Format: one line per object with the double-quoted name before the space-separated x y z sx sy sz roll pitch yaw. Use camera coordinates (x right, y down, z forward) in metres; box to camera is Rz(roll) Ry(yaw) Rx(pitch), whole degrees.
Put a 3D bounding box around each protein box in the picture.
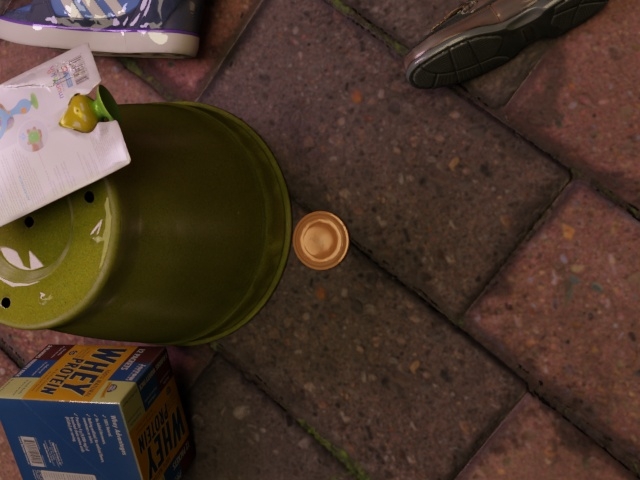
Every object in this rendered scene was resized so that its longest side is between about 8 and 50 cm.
"protein box" -0.314 0.267 1.091 0.201 0.136 0.200 -2 114 18

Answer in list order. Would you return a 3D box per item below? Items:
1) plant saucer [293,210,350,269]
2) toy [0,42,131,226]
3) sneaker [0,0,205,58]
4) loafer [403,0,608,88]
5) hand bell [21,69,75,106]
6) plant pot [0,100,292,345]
"plant saucer" 0.000 0.000 1.081 0.083 0.013 0.084 0 90 19
"toy" -0.308 -0.087 0.789 0.237 0.056 0.137 -25 79 12
"sneaker" -0.312 -0.390 1.107 0.322 0.130 0.236 7 99 14
"loafer" 0.225 -0.280 0.974 0.267 0.096 0.084 -23 64 11
"hand bell" -0.501 -0.162 1.214 0.242 0.126 0.126 -20 85 31
"plant pot" -0.267 -0.021 0.991 0.366 0.353 0.367 0 91 18
